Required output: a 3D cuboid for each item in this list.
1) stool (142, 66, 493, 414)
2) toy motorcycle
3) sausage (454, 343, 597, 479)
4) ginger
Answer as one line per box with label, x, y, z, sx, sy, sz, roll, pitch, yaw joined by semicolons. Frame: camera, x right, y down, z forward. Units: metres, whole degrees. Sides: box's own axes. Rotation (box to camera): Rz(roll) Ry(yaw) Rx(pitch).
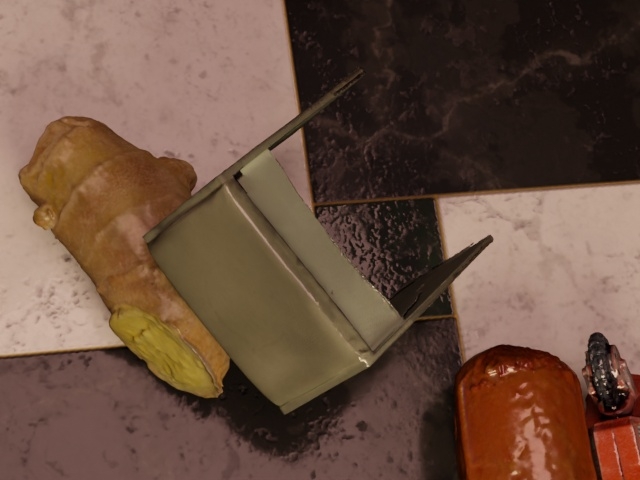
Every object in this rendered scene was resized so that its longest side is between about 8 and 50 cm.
stool;0.000;0.000;1.759;0.243;0.170;0.270;52;49;-4
toy motorcycle;0.343;0.248;1.806;0.089;0.171;0.298;-13;76;12
sausage;0.222;0.245;1.783;0.141;0.153;0.268;-8;72;-2
ginger;-0.196;0.016;1.810;0.190;0.126;0.354;-20;78;-27
